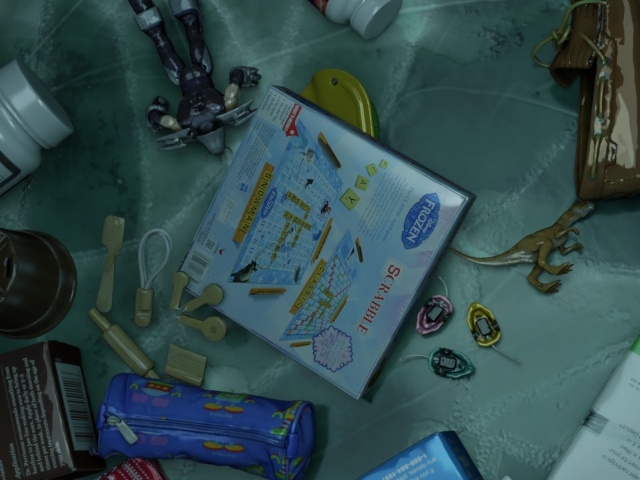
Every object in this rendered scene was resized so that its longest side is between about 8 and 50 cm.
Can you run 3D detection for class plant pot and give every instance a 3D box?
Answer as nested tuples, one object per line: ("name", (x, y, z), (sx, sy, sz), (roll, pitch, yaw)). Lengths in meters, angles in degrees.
("plant pot", (-0.459, 0.051, 1.721), (0.167, 0.165, 0.167), (-2, 79, 11))

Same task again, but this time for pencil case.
("pencil case", (-0.161, 0.257, 1.642), (0.306, 0.133, 0.119), (7, 90, 11))

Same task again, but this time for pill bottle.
("pill bottle", (0.024, -0.381, 1.736), (0.108, 0.108, 0.193), (-45, 75, 0))
("pill bottle", (-0.516, -0.131, 1.768), (0.283, 0.161, 0.161), (-36, 75, 2))

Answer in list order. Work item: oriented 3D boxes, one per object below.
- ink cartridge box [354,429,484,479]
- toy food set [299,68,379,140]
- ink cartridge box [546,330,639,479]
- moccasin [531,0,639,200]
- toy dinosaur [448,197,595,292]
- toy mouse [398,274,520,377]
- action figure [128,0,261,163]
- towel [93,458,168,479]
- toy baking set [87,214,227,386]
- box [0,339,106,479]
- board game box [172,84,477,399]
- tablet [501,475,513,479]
("ink cartridge box", (0.142, 0.481, 1.525), (0.285, 0.166, 0.395), (-32, 76, 5))
("toy food set", (0.034, -0.134, 1.706), (0.128, 0.071, 0.218), (-3, 95, 30))
("ink cartridge box", (0.437, 0.266, 1.531), (0.211, 0.121, 0.289), (33, 88, 15))
("moccasin", (0.371, -0.242, 1.639), (0.147, 0.139, 0.380), (-5, 88, 1))
("toy dinosaur", (0.287, 0.017, 1.647), (0.211, 0.064, 0.112), (-25, 58, -4))
("toy mouse", (0.173, 0.134, 1.653), (0.143, 0.031, 0.161), (-30, 76, 4))
("action figure", (-0.186, -0.245, 1.763), (0.185, 0.099, 0.285), (-19, 81, 0))
("towel", (-0.310, 0.446, 1.690), (0.275, 0.031, 0.199), (-34, 76, 3))
("toy baking set", (-0.237, 0.092, 1.703), (0.256, 0.030, 0.197), (43, 110, 6))
("box", (-0.516, 0.287, 1.705), (0.381, 0.143, 0.191), (-16, 78, 6))
("board game box", (0.000, 0.000, 1.649), (0.318, 0.066, 0.319), (32, 105, 14))
("tablet", (0.242, 0.363, 1.611), (0.054, 0.006, 0.083), (42, 89, 15))
